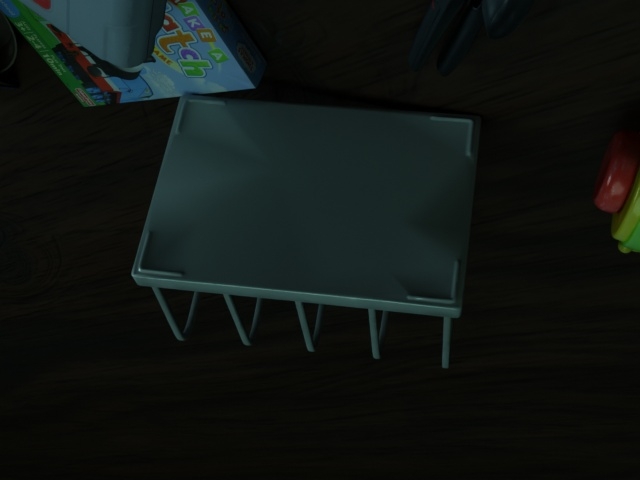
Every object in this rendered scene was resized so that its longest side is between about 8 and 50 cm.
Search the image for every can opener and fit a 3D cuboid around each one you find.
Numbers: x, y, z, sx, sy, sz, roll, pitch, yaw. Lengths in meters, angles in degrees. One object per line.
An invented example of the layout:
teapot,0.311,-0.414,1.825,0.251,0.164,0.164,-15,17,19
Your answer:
can opener,0.107,-0.176,0.790,0.059,0.073,0.186,19,159,-12

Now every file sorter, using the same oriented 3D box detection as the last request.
file sorter,0.000,0.000,0.970,0.277,0.193,0.173,5,151,9

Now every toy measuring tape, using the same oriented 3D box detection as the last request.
toy measuring tape,0.285,-0.074,0.788,0.121,0.121,0.330,17,149,6

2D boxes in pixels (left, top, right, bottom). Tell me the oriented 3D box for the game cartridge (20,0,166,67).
game cartridge,-0.239,-0.271,0.773,0.294,0.060,0.196,36,148,5

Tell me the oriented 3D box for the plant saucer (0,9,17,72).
plant saucer,-0.368,-0.229,1.014,0.168,0.029,0.168,15,149,9

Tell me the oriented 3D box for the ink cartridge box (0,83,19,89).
ink cartridge box,-0.485,-0.144,0.977,0.307,0.072,0.303,12,-172,2

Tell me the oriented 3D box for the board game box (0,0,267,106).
board game box,-0.176,-0.194,0.943,0.211,0.039,0.160,-2,143,31
